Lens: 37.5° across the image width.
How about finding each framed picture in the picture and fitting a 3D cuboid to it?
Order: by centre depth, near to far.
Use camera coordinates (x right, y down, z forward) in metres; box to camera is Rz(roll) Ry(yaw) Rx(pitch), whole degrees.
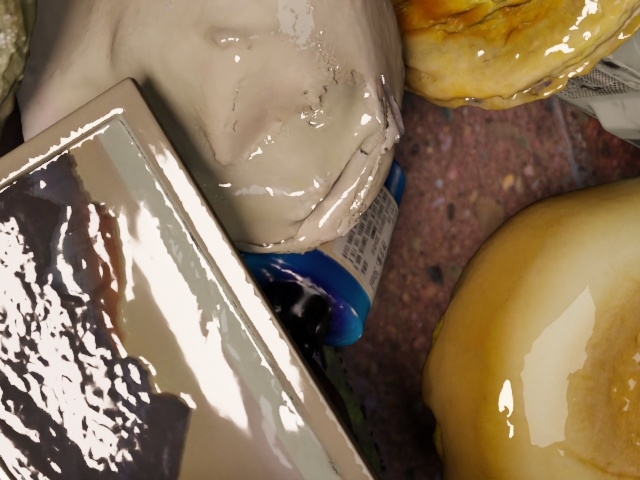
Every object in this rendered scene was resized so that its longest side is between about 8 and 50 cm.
[{"bbox_3d":[-0.106,0.080,0.484,0.192,0.018,0.265,-32,93,6],"label":"framed picture"}]

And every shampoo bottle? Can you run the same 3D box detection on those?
[{"bbox_3d":[0.000,0.000,0.575,0.087,0.050,0.183,34,42,-13],"label":"shampoo bottle"}]

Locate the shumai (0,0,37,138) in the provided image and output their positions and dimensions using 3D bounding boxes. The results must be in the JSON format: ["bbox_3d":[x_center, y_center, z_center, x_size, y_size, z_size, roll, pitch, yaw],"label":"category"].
[{"bbox_3d":[-0.274,-0.132,0.461,0.225,0.222,0.260,-48,146,1],"label":"shumai"}]

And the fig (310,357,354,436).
[{"bbox_3d":[-0.104,0.123,0.556,0.245,0.149,0.149,-1,94,-11],"label":"fig"}]

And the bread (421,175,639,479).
[{"bbox_3d":[0.220,0.111,0.668,0.333,0.160,0.333,-1,93,-21],"label":"bread"}]

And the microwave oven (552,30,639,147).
[{"bbox_3d":[0.266,-0.147,0.691,0.208,0.122,0.162,22,86,-22],"label":"microwave oven"}]

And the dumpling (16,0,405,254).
[{"bbox_3d":[-0.056,-0.122,0.553,0.163,0.204,0.293,-1,66,-56],"label":"dumpling"}]

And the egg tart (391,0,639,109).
[{"bbox_3d":[0.124,-0.189,0.592,0.106,0.241,0.241,24,83,-50],"label":"egg tart"}]
